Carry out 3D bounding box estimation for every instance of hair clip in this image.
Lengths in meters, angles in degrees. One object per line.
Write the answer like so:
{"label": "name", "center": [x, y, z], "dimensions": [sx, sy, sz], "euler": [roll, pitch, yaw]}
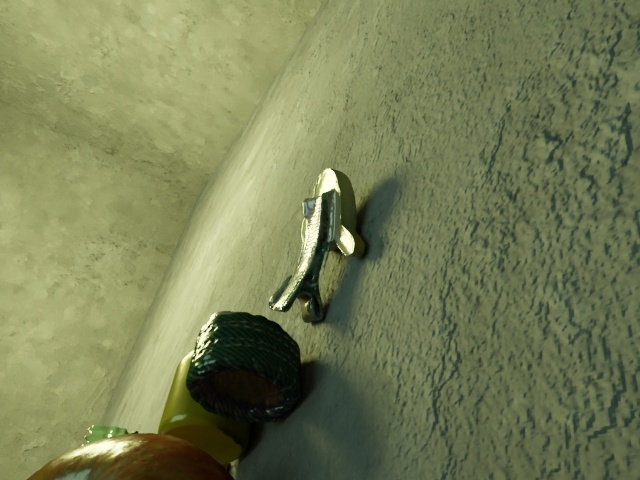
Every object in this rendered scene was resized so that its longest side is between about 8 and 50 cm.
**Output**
{"label": "hair clip", "center": [0.003, 0.000, 0.671], "dimensions": [0.159, 0.071, 0.218], "euler": [-16, 57, 58]}

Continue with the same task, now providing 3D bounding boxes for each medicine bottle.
{"label": "medicine bottle", "center": [-0.152, 0.203, 0.728], "dimensions": [0.121, 0.122, 0.212], "euler": [-51, 22, 33]}

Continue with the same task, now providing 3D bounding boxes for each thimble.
{"label": "thimble", "center": [-0.090, 0.155, 0.606], "dimensions": [0.118, 0.135, 0.090], "euler": [-56, 19, 33]}

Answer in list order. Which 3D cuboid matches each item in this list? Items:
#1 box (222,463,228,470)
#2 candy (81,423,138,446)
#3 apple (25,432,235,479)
{"label": "box", "center": [-0.170, 0.355, 0.725], "dimensions": [0.115, 0.025, 0.048], "euler": [-47, 23, 41]}
{"label": "candy", "center": [-0.326, 0.514, 0.727], "dimensions": [0.263, 0.172, 0.397], "euler": [172, 108, -75]}
{"label": "apple", "center": [-0.191, 0.346, 0.486], "dimensions": [0.310, 0.250, 0.277], "euler": [3, 46, 42]}
